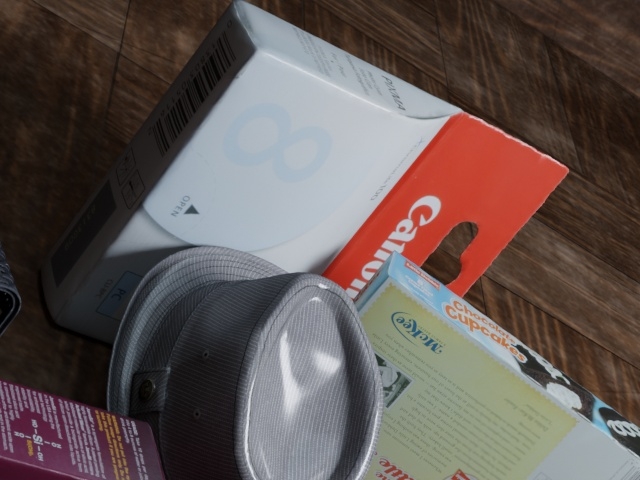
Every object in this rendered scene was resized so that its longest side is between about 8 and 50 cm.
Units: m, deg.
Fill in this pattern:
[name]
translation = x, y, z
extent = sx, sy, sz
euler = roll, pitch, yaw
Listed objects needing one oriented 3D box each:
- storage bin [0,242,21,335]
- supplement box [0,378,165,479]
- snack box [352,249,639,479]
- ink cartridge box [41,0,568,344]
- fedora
[storage bin]
translation = -0.321, 0.033, 1.292
extent = 0.180, 0.122, 0.084
euler = 17, 32, -40
[supplement box]
translation = -0.212, 0.163, 1.241
extent = 0.188, 0.104, 0.081
euler = 21, 30, -34
[snack box]
translation = 0.136, 0.176, 1.605
extent = 0.322, 0.187, 0.060
euler = 36, 24, -6
[ink cartridge box]
translation = 0.000, 0.000, 1.572
extent = 0.385, 0.308, 0.091
euler = 24, 27, -31
[fedora]
translation = -0.036, 0.119, 1.405
extent = 0.243, 0.124, 0.275
euler = 29, 58, -25
